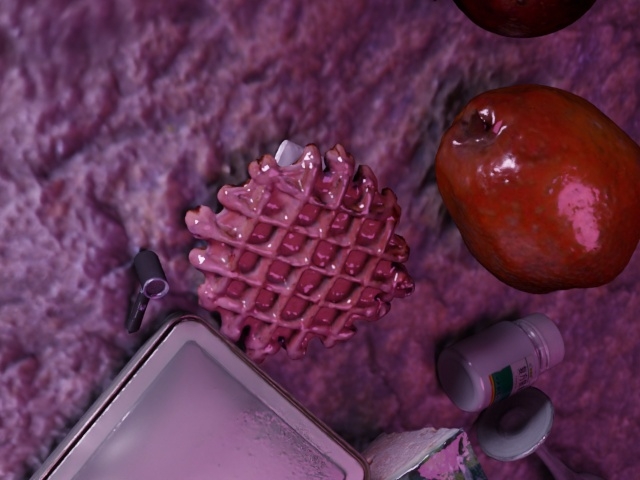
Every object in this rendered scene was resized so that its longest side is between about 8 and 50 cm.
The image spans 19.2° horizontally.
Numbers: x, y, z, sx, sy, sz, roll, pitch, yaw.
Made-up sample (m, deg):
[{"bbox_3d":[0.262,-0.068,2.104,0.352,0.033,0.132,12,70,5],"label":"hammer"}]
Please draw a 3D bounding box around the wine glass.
[{"bbox_3d":[0.359,0.234,2.234,0.264,0.096,0.309,-44,130,-1],"label":"wine glass"}]

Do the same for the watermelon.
[{"bbox_3d":[0.088,0.309,2.047,0.176,0.256,0.260,-74,143,-53],"label":"watermelon"}]

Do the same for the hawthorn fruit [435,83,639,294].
[{"bbox_3d":[0.219,-0.069,1.948,0.210,0.210,0.262,-51,124,-9],"label":"hawthorn fruit"}]

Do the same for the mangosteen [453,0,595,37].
[{"bbox_3d":[0.159,-0.304,1.816,0.257,0.215,0.215,1,113,-1],"label":"mangosteen"}]

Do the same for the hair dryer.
[{"bbox_3d":[-0.169,0.055,1.809,0.026,0.047,0.083,4,126,-23],"label":"hair dryer"}]

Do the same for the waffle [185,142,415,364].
[{"bbox_3d":[-0.020,0.013,1.859,0.221,0.055,0.234,-23,122,-4],"label":"waffle"}]

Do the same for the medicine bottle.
[{"bbox_3d":[0.202,0.133,2.099,0.130,0.080,0.080,-22,121,-28],"label":"medicine bottle"}]

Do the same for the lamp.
[{"bbox_3d":[-0.121,0.245,1.849,0.266,0.047,0.269,43,79,-15],"label":"lamp"}]

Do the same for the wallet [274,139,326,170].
[{"bbox_3d":[-0.014,-0.068,1.891,0.083,0.011,0.044,24,94,-42],"label":"wallet"}]
